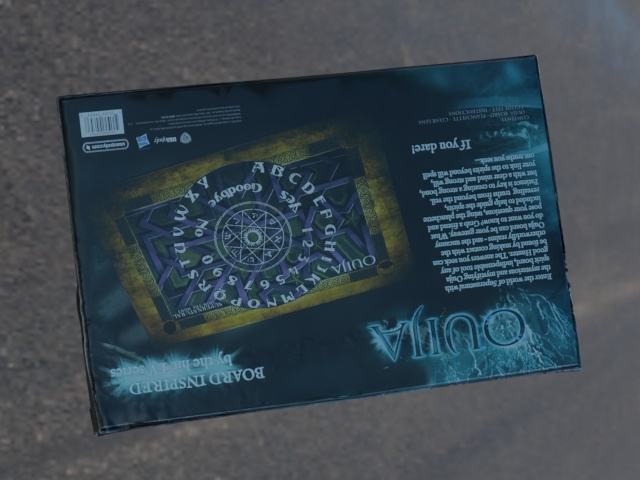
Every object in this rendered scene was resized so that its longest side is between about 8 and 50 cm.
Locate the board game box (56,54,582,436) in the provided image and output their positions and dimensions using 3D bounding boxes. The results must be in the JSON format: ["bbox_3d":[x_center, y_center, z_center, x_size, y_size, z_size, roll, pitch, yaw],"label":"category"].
[{"bbox_3d":[0.000,0.000,0.510,0.026,0.186,0.126,146,-63,-78],"label":"board game box"}]
